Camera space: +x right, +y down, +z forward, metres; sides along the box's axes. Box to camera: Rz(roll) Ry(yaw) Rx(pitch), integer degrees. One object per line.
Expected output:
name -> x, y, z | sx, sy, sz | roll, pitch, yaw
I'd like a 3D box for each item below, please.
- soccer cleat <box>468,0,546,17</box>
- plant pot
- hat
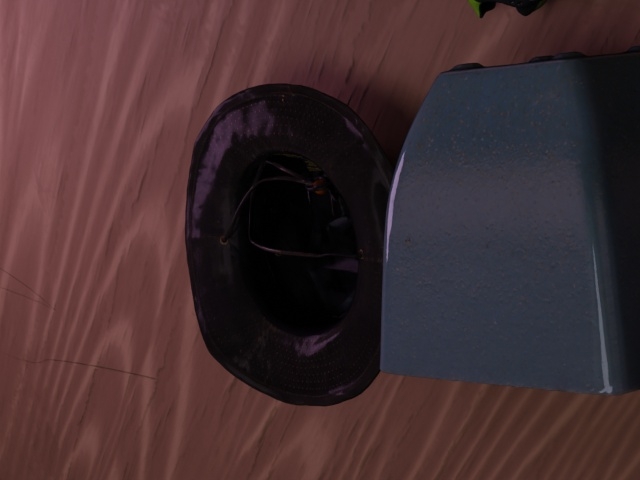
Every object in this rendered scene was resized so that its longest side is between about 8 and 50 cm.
soccer cleat -> 0.185, -0.232, 1.213 | 0.179, 0.060, 0.072 | -4, 121, 54
plant pot -> 0.205, -0.028, 1.187 | 0.247, 0.248, 0.252 | 1, 100, 46
hat -> 0.000, 0.000, 1.492 | 0.331, 0.134, 0.331 | 7, 102, 38
